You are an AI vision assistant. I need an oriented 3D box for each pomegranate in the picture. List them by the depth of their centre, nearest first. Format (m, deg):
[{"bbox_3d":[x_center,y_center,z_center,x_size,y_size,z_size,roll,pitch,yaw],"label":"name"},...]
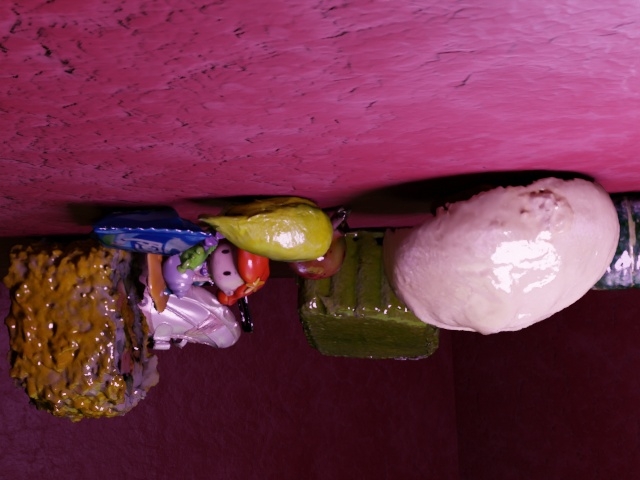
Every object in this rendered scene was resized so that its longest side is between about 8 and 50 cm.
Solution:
[{"bbox_3d":[0.003,0.004,1.439,0.159,0.129,0.129,-14,171,20],"label":"pomegranate"}]

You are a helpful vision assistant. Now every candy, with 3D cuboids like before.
[{"bbox_3d":[-0.294,-0.013,1.344,0.187,0.077,0.331,2,176,-18],"label":"candy"}]

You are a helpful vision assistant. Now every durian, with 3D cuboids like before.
[{"bbox_3d":[-0.068,-0.016,1.271,0.139,0.101,0.250,-6,174,37],"label":"durian"}]

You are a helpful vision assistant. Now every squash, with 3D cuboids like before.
[{"bbox_3d":[0.536,0.005,1.425,0.252,0.165,0.252,-2,177,0],"label":"squash"}]

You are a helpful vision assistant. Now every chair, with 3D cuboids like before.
[{"bbox_3d":[-0.242,0.128,2.051,0.113,0.229,0.106,-4,175,-18],"label":"chair"}]

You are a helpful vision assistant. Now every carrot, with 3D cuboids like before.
[{"bbox_3d":[0.228,-0.066,1.255,0.037,0.037,0.190,0,171,-21],"label":"carrot"}]

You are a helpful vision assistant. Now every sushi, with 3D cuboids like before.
[{"bbox_3d":[-0.497,0.184,1.705,0.240,0.396,0.351,-6,180,1],"label":"sushi"}]

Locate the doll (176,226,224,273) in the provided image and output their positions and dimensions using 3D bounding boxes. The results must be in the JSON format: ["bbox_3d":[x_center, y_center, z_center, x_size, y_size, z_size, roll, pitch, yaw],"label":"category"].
[{"bbox_3d":[-0.225,0.011,1.510,0.115,0.050,0.190,-36,-169,20],"label":"doll"}]

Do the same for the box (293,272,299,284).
[{"bbox_3d":[0.074,0.076,2.330,0.252,0.106,0.203,-6,172,21],"label":"box"}]

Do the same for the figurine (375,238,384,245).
[{"bbox_3d":[0.160,0.014,1.876,0.154,0.082,0.098,-3,162,8],"label":"figurine"}]

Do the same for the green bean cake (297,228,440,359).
[{"bbox_3d":[0.110,0.131,1.826,0.335,0.218,0.319,4,154,7],"label":"green bean cake"}]

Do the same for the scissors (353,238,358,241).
[{"bbox_3d":[-0.052,0.027,2.100,0.256,0.029,0.383,0,172,-36],"label":"scissors"}]

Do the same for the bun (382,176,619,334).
[{"bbox_3d":[0.282,0.038,1.232,0.364,0.202,0.364,-15,170,-3],"label":"bun"}]

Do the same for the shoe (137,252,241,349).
[{"bbox_3d":[-0.373,0.184,1.992,0.351,0.198,0.172,41,168,-20],"label":"shoe"}]

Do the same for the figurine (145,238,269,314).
[{"bbox_3d":[-0.234,0.061,1.751,0.257,0.181,0.208,-4,135,4],"label":"figurine"}]
